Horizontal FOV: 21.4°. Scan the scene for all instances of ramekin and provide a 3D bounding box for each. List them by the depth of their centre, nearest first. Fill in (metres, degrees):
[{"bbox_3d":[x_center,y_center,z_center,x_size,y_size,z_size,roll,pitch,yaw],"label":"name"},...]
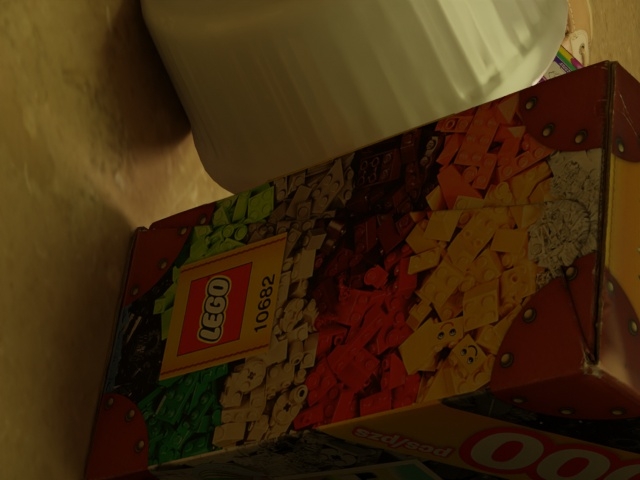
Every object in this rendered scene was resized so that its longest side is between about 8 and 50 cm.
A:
[{"bbox_3d":[0.015,-0.164,1.140,0.135,0.277,0.277,62,30,-34],"label":"ramekin"}]

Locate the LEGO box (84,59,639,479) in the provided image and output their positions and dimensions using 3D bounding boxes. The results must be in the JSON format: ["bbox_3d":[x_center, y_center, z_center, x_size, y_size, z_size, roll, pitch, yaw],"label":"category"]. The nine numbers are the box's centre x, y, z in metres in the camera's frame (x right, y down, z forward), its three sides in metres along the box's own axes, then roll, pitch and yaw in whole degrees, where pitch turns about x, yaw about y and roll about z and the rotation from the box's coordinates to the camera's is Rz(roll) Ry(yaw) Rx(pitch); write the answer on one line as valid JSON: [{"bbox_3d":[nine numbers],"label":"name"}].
[{"bbox_3d":[0.164,0.132,1.105,0.500,0.372,0.193,33,52,-38],"label":"LEGO box"}]

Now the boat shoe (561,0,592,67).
[{"bbox_3d":[0.270,-0.215,2.037,0.341,0.121,0.110,64,29,-47],"label":"boat shoe"}]

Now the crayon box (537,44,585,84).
[{"bbox_3d":[0.180,-0.098,1.529,0.363,0.106,0.313,47,23,6],"label":"crayon box"}]
